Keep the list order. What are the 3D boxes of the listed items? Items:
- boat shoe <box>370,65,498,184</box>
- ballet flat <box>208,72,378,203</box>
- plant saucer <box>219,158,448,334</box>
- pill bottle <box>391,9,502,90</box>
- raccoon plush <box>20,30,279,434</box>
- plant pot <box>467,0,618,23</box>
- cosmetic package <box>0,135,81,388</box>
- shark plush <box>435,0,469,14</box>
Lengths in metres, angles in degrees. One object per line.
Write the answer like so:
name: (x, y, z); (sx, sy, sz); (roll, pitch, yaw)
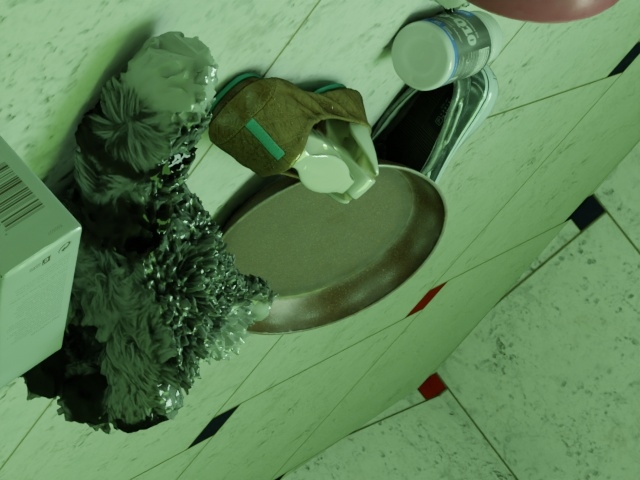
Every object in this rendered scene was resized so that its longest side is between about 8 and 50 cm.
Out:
boat shoe: (0.087, -0.093, 2.116); (0.119, 0.121, 0.335); (-4, 130, -56)
ballet flat: (-0.005, -0.098, 1.760); (0.116, 0.124, 0.342); (-45, 167, 11)
plant saucer: (0.000, 0.000, 2.031); (0.310, 0.050, 0.311); (-16, 145, -11)
pill bottle: (0.146, -0.217, 1.925); (0.137, 0.078, 0.078); (-25, 158, -54)
raccoon plush: (-0.111, -0.011, 1.594); (0.446, 0.216, 0.299); (-52, 172, 34)
plant pot: (0.205, -0.327, 1.553); (0.201, 0.201, 0.180); (-34, 149, -33)
cosmetic package: (-0.268, 0.022, 1.392); (0.085, 0.117, 0.231); (-35, 163, -28)
shark plush: (0.151, -0.279, 1.812); (0.161, 0.073, 0.067); (65, 42, -72)
